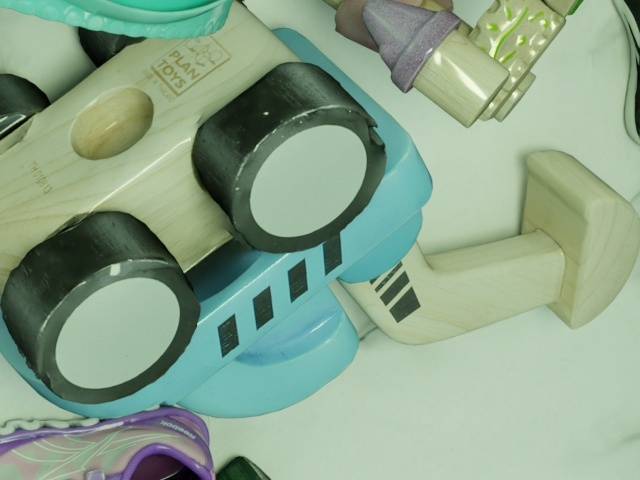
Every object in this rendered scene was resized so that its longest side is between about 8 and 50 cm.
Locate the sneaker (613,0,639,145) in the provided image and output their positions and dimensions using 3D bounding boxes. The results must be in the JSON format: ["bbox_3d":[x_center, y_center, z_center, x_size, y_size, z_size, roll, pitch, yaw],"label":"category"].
[{"bbox_3d":[0.289,-0.151,1.261,0.079,0.121,0.216,-23,123,-18],"label":"sneaker"}]

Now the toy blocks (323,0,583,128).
[{"bbox_3d":[0.076,-0.250,1.026,0.260,0.309,0.288,39,104,6],"label":"toy blocks"}]

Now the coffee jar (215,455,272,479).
[{"bbox_3d":[-0.096,0.261,1.289,0.184,0.079,0.096,-42,128,-5],"label":"coffee jar"}]

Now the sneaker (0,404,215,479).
[{"bbox_3d":[-0.177,0.182,1.192,0.236,0.104,0.095,-17,122,-19],"label":"sneaker"}]

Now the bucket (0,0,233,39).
[{"bbox_3d":[-0.138,-0.238,0.911,0.281,0.281,0.183,7,114,-30],"label":"bucket"}]

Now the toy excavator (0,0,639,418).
[{"bbox_3d":[0.000,0.000,1.161,0.433,0.222,0.445,-38,139,-7],"label":"toy excavator"}]
